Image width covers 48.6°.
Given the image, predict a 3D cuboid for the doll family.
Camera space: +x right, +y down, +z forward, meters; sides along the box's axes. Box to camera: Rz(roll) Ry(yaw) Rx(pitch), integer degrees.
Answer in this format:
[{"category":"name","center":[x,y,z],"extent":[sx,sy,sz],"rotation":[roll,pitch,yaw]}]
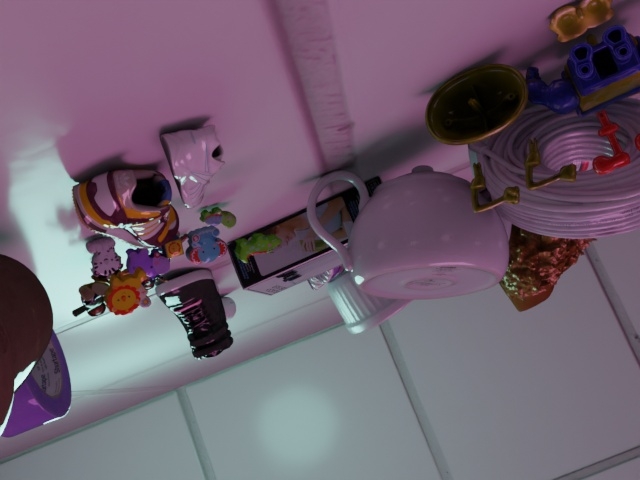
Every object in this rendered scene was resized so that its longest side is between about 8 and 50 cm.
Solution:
[{"category":"doll family","center":[-0.271,0.045,1.019],"extent":[0.193,0.076,0.111],"rotation":[-21,164,-20]}]

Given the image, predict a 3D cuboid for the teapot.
[{"category":"teapot","center":[0.150,-0.023,1.056],"extent":[0.252,0.187,0.256],"rotation":[-14,160,33]}]

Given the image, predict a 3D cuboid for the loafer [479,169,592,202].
[{"category":"loafer","center":[0.435,-0.112,1.502],"extent":[0.109,0.095,0.302],"rotation":[-11,164,-41]}]

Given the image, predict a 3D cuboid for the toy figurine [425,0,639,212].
[{"category":"toy figurine","center":[0.339,-0.174,0.882],"extent":[0.362,0.191,0.217],"rotation":[-26,172,24]}]

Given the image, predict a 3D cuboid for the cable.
[{"category":"cable","center":[0.347,-0.100,0.942],"extent":[0.257,0.257,0.089],"rotation":[-17,126,2]}]

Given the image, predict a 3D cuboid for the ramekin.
[{"category":"ramekin","center":[0.135,0.076,1.564],"extent":[0.273,0.127,0.273],"rotation":[-38,-176,3]}]

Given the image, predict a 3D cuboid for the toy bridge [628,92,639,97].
[{"category":"toy bridge","center":[0.474,-0.241,1.175],"extent":[0.188,0.026,0.063],"rotation":[-16,168,-20]}]

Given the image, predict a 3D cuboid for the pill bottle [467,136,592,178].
[{"category":"pill bottle","center":[0.329,-0.147,1.116],"extent":[0.180,0.108,0.108],"rotation":[-10,169,5]}]

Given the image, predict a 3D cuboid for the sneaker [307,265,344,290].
[{"category":"sneaker","center":[0.018,0.034,1.455],"extent":[0.104,0.095,0.236],"rotation":[-27,174,-10]}]

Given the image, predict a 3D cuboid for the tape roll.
[{"category":"tape roll","center":[-0.445,0.184,1.038],"extent":[0.080,0.189,0.189],"rotation":[-22,168,-3]}]

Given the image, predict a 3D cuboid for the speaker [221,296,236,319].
[{"category":"speaker","center":[-0.249,0.157,1.583],"extent":[0.055,0.055,0.136],"rotation":[-28,167,27]}]

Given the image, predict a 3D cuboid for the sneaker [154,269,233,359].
[{"category":"sneaker","center":[-0.231,0.149,1.364],"extent":[0.104,0.147,0.296],"rotation":[-20,167,-1]}]

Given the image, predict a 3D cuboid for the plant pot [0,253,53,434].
[{"category":"plant pot","center":[-0.397,0.102,0.727],"extent":[0.263,0.263,0.229],"rotation":[-25,-174,13]}]

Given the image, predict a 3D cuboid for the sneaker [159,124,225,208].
[{"category":"sneaker","center":[-0.132,-0.078,0.770],"extent":[0.061,0.054,0.152],"rotation":[-22,168,-12]}]

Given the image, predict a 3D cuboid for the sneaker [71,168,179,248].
[{"category":"sneaker","center":[-0.193,-0.036,0.803],"extent":[0.083,0.070,0.185],"rotation":[-20,170,15]}]

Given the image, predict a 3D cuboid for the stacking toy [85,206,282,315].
[{"category":"stacking toy","center":[-0.181,0.019,0.905],"extent":[0.221,0.052,0.167],"rotation":[-18,-157,-23]}]

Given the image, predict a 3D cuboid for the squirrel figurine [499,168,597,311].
[{"category":"squirrel figurine","center":[0.572,-0.021,1.694],"extent":[0.370,0.281,0.397],"rotation":[-32,177,11]}]

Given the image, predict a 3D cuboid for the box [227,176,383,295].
[{"category":"box","center":[0.000,0.000,1.255],"extent":[0.289,0.087,0.169],"rotation":[-23,168,8]}]
